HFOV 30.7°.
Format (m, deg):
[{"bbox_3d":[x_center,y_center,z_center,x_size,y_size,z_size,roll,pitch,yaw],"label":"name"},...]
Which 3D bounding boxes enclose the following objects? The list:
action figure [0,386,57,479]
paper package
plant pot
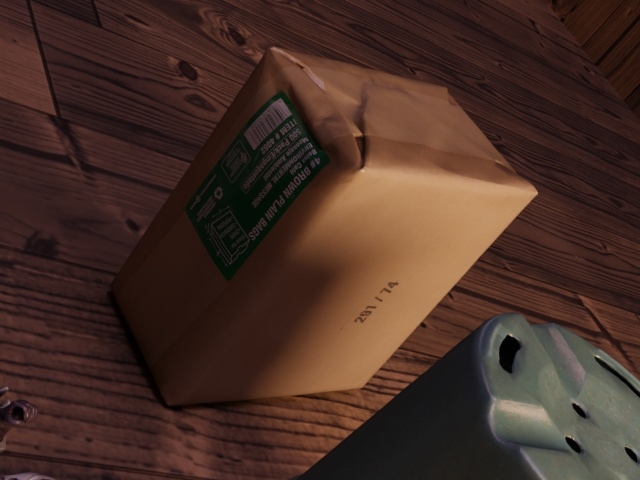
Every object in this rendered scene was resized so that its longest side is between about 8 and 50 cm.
[{"bbox_3d":[-0.221,0.193,0.835,0.285,0.099,0.185,27,34,-18],"label":"action figure"},{"bbox_3d":[0.000,0.000,1.162,0.309,0.325,0.168,2,45,-50],"label":"paper package"},{"bbox_3d":[0.116,0.255,0.911,0.341,0.334,0.341,31,27,-18],"label":"plant pot"}]
